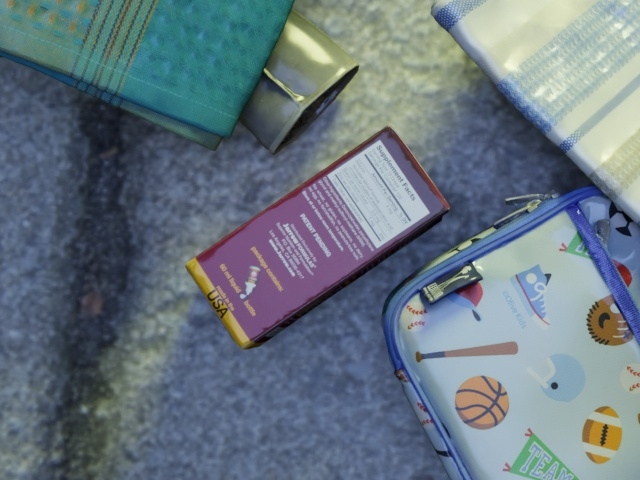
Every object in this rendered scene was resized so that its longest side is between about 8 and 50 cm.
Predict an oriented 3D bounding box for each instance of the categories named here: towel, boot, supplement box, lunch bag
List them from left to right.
[{"bbox_3d":[-0.117,-0.281,0.844,0.272,0.040,0.370,24,92,-18],"label":"towel"},{"bbox_3d":[-0.103,-0.149,0.938,0.190,0.076,0.208,-42,93,3],"label":"boot"},{"bbox_3d":[0.000,0.000,0.901,0.188,0.104,0.080,-35,86,1],"label":"supplement box"},{"bbox_3d":[0.197,0.110,0.883,0.243,0.115,0.303,-27,87,0],"label":"lunch bag"},{"bbox_3d":[0.242,-0.134,0.883,0.209,0.034,0.285,-40,83,-27],"label":"towel"}]
